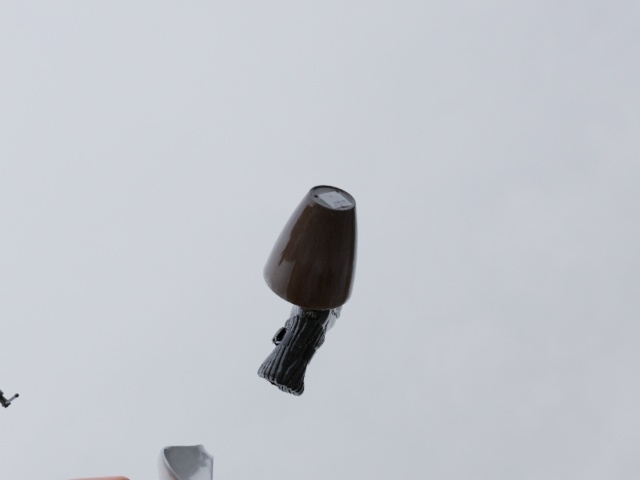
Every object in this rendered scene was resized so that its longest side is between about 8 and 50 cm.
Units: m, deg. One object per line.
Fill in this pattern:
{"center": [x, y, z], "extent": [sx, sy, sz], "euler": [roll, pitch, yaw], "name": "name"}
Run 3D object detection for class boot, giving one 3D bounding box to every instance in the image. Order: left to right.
{"center": [-0.052, 0.255, 1.865], "extent": [0.348, 0.131, 0.260], "euler": [73, -142, -77], "name": "boot"}

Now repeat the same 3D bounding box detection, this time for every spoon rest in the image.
{"center": [-0.266, 0.464, 1.505], "extent": [0.084, 0.137, 0.276], "euler": [-44, -3, -9], "name": "spoon rest"}

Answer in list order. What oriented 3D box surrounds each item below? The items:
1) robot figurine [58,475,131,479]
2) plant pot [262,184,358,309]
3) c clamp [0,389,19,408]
{"center": [-0.396, 0.469, 1.257], "extent": [0.219, 0.158, 0.128], "euler": [-6, -63, 7], "name": "robot figurine"}
{"center": [0.000, 0.000, 1.661], "extent": [0.215, 0.215, 0.230], "euler": [-12, -48, -38], "name": "plant pot"}
{"center": [-0.544, 0.208, 1.150], "extent": [0.161, 0.137, 0.022], "euler": [45, -139, -4], "name": "c clamp"}
